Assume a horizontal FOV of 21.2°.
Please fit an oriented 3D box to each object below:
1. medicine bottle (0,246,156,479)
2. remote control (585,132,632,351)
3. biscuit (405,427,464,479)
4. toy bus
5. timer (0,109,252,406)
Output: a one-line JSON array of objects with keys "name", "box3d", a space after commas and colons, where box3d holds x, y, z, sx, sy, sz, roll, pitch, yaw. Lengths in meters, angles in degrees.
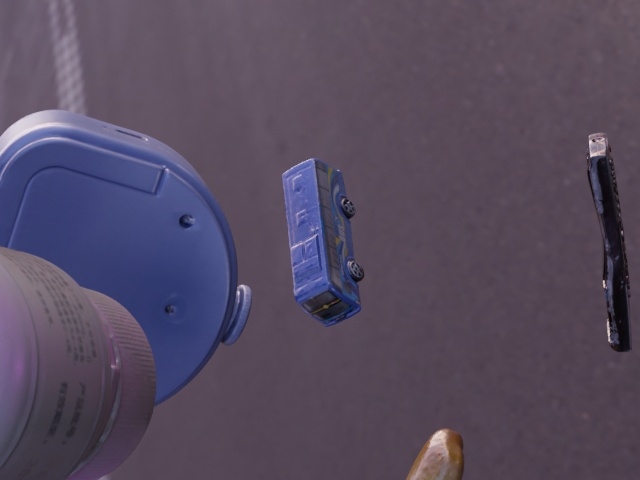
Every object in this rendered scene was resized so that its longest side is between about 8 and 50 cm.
[{"name": "medicine bottle", "box3d": [-0.304, 0.125, 1.561, 0.302, 0.241, 0.241, 19, -93, -66]}, {"name": "remote control", "box3d": [0.267, 0.003, 1.579, 0.059, 0.028, 0.212, -70, -28, -61]}, {"name": "biscuit", "box3d": [0.073, 0.293, 1.616, 0.208, 0.047, 0.164, -51, 28, 23]}, {"name": "toy bus", "box3d": [0.000, 0.000, 1.561, 0.051, 0.061, 0.153, -29, 51, 31]}, {"name": "timer", "box3d": [-0.274, 0.044, 2.182, 0.173, 0.395, 0.395, -132, 60, -71]}]
